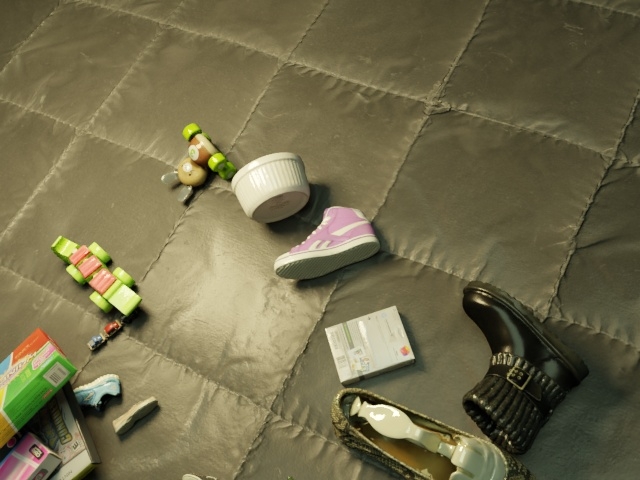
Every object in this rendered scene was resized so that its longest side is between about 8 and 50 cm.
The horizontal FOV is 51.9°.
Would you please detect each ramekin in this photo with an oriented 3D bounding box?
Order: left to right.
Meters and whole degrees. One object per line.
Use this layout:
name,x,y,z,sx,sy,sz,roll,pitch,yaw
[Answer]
ramekin,-0.126,-0.134,1.771,0.207,0.207,0.109,-22,70,0

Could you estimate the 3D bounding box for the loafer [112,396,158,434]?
loafer,-0.463,0.427,1.633,0.125,0.045,0.039,-40,56,-7

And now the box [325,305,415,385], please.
box,0.120,0.256,1.606,0.186,0.038,0.145,-19,61,2

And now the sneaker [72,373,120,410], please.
sneaker,-0.580,0.401,1.659,0.162,0.063,0.073,-27,65,-2

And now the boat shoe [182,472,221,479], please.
boat shoe,-0.259,0.566,1.521,0.125,0.038,0.046,9,107,22

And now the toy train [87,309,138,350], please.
toy train,-0.556,0.238,1.753,0.158,0.036,0.027,-41,63,-11

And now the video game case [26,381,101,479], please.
video game case,-0.677,0.496,1.605,0.248,0.035,0.275,-40,61,9

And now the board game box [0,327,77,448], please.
board game box,-0.734,0.350,1.604,0.242,0.064,0.316,-48,26,-19

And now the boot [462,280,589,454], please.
boot,0.393,0.274,1.476,0.260,0.131,0.348,-39,62,-16

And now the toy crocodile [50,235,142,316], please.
toy crocodile,-0.609,0.092,1.795,0.340,0.105,0.115,37,75,30

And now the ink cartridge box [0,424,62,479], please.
ink cartridge box,-0.782,0.600,1.500,0.175,0.069,0.371,25,68,30

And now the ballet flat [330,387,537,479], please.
ballet flat,0.232,0.446,1.400,0.482,0.182,0.164,21,63,20

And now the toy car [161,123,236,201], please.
toy car,-0.370,-0.209,1.901,0.188,0.149,0.155,-42,73,1

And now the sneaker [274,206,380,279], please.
sneaker,0.000,0.000,1.737,0.281,0.102,0.161,-16,57,-9

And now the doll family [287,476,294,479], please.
doll family,-0.050,0.614,1.437,0.111,0.076,0.193,-17,66,-2
